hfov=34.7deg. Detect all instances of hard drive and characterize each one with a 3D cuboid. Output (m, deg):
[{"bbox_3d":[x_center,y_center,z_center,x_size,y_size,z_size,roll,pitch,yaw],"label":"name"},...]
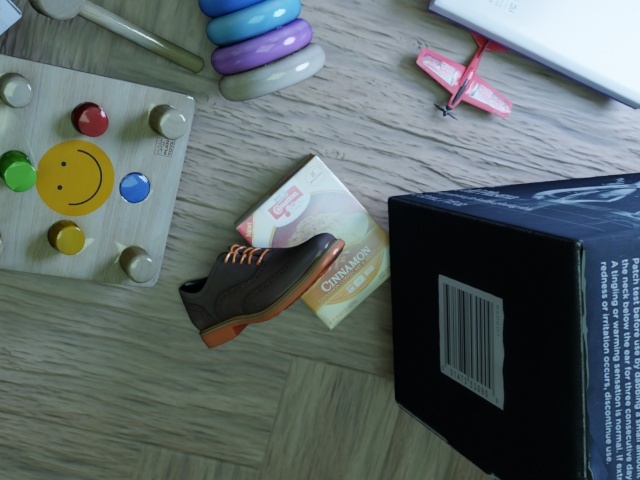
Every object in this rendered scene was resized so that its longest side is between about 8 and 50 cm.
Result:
[{"bbox_3d":[0.324,-0.334,1.354,0.319,0.040,0.210,23,83,-10],"label":"hard drive"}]

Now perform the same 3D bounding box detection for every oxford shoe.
[{"bbox_3d":[-0.083,0.046,1.274,0.271,0.097,0.098,-32,98,37],"label":"oxford shoe"}]

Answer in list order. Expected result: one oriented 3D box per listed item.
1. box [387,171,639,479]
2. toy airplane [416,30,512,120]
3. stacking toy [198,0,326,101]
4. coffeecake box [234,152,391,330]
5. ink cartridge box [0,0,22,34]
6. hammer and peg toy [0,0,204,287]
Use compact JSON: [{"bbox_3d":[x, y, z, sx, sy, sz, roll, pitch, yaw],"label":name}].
[{"bbox_3d":[0.379,0.086,1.175,0.472,0.480,0.297,-5,99,-17],"label":"box"},{"bbox_3d":[0.201,-0.233,1.371,0.151,0.028,0.151,-1,98,-9],"label":"toy airplane"},{"bbox_3d":[-0.109,-0.343,1.236,0.141,0.141,0.330,-22,108,-5],"label":"stacking toy"},{"bbox_3d":[0.000,0.000,1.352,0.142,0.068,0.185,-43,100,0],"label":"coffeecake box"},{"bbox_3d":[-0.486,-0.257,1.195,0.224,0.045,0.223,-43,58,-1],"label":"ink cartridge box"},{"bbox_3d":[-0.278,-0.128,1.232,0.266,0.127,0.361,10,100,-25],"label":"hammer and peg toy"}]
